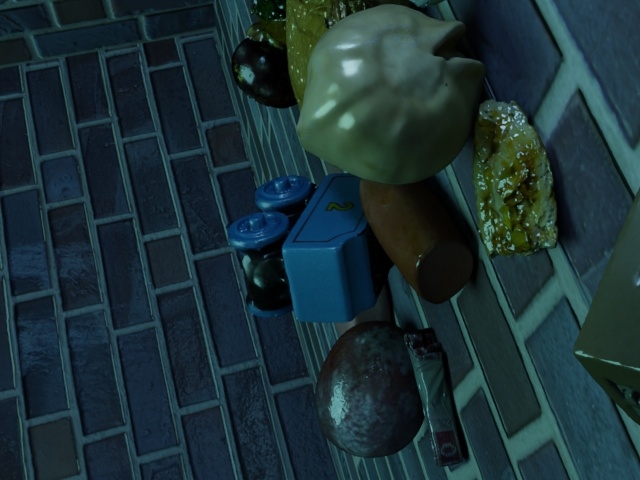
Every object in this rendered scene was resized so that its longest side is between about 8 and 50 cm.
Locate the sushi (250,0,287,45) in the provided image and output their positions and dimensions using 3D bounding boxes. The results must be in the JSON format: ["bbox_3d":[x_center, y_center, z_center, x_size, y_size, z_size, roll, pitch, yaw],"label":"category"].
[{"bbox_3d":[-0.061,-0.462,1.508,0.287,0.149,0.140,-106,12,-47],"label":"sushi"}]

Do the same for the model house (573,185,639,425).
[{"bbox_3d":[0.282,0.041,0.348,0.176,0.181,0.248,37,165,-36],"label":"model house"}]

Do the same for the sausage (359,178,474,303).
[{"bbox_3d":[0.129,-0.028,1.127,0.259,0.113,0.114,-117,17,-50],"label":"sausage"}]

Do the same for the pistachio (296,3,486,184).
[{"bbox_3d":[0.084,-0.158,0.886,0.194,0.213,0.318,65,-165,4],"label":"pistachio"}]

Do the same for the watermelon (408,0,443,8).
[{"bbox_3d":[0.131,-0.343,0.846,0.139,0.071,0.187,102,162,-51],"label":"watermelon"}]

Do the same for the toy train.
[{"bbox_3d":[0.000,0.000,1.343,0.300,0.265,0.188,-62,-34,-56],"label":"toy train"}]

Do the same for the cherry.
[{"bbox_3d":[0.091,0.290,1.447,0.236,0.212,0.286,-140,46,-60],"label":"cherry"}]

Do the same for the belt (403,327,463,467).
[{"bbox_3d":[0.193,0.264,1.300,0.071,0.053,0.232,113,144,-86],"label":"belt"}]

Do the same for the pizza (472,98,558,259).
[{"bbox_3d":[0.205,-0.039,0.822,0.161,0.062,0.182,-118,19,-51],"label":"pizza"}]

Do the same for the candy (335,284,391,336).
[{"bbox_3d":[0.072,0.105,1.649,0.255,0.094,0.255,166,90,-81],"label":"candy"}]

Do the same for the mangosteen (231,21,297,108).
[{"bbox_3d":[-0.095,-0.411,1.757,0.217,0.192,0.192,-57,31,21],"label":"mangosteen"}]

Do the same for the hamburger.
[{"bbox_3d":[0.047,-0.255,1.140,0.318,0.158,0.319,168,90,-80],"label":"hamburger"}]
